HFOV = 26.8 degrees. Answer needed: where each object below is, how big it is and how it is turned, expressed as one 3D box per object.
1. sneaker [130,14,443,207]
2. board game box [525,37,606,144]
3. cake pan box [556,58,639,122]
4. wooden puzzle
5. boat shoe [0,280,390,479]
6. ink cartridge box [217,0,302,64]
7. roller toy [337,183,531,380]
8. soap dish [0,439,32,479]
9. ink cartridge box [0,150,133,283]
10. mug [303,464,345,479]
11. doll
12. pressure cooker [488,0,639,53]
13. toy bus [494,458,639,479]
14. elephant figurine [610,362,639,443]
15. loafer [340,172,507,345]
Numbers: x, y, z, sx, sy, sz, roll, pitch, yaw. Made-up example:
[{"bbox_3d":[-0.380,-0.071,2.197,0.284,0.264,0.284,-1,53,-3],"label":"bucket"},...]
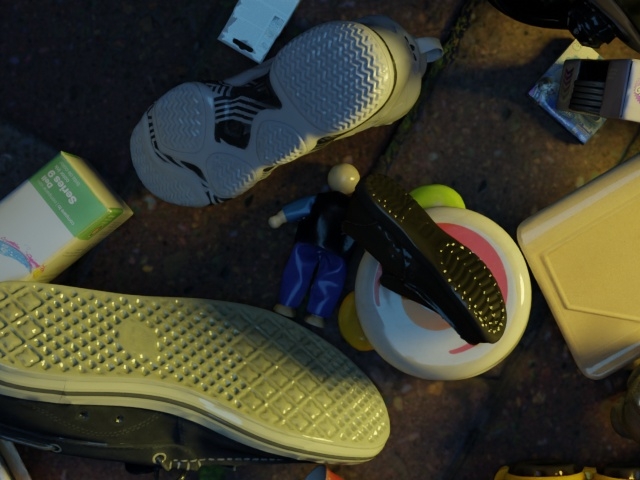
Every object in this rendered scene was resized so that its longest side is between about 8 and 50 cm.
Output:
[{"bbox_3d":[-0.033,-0.146,1.509,0.365,0.210,0.137,-22,91,35],"label":"sneaker"},{"bbox_3d":[0.301,-0.174,1.559,0.090,0.020,0.090,41,90,-1],"label":"board game box"},{"bbox_3d":[0.403,-0.147,1.434,0.266,0.246,0.070,9,95,-8],"label":"cake pan box"},{"bbox_3d":[0.352,0.020,1.517,0.221,0.044,0.239,-31,121,1],"label":"wooden puzzle"},{"bbox_3d":[-0.162,0.168,1.475,0.500,0.187,0.156,12,134,-22],"label":"boat shoe"},{"bbox_3d":[-0.065,-0.266,1.555,0.063,0.029,0.115,31,92,-1],"label":"ink cartridge box"},{"bbox_3d":[0.138,0.064,1.502,0.191,0.146,0.209,34,90,11],"label":"roller toy"},{"bbox_3d":[-0.456,0.254,1.522,0.229,0.118,0.291,-27,91,1],"label":"soap dish"},{"bbox_3d":[-0.328,0.002,1.498,0.212,0.154,0.093,-41,90,1],"label":"ink cartridge box"},{"bbox_3d":[0.042,0.348,1.537,0.169,0.150,0.113,29,62,-10],"label":"mug"},{"bbox_3d":[0.000,0.000,1.551,0.129,0.046,0.189,19,91,5],"label":"doll"},{"bbox_3d":[0.322,-0.387,1.337,0.420,0.375,0.370,-41,116,11],"label":"pressure cooker"},{"bbox_3d":[0.283,0.322,1.461,0.220,0.211,0.150,-2,86,16],"label":"toy bus"},{"bbox_3d":[0.455,0.209,1.478,0.239,0.169,0.186,36,61,9],"label":"elephant figurine"},{"bbox_3d":[0.106,0.028,1.406,0.220,0.080,0.078,49,126,9],"label":"loafer"}]
